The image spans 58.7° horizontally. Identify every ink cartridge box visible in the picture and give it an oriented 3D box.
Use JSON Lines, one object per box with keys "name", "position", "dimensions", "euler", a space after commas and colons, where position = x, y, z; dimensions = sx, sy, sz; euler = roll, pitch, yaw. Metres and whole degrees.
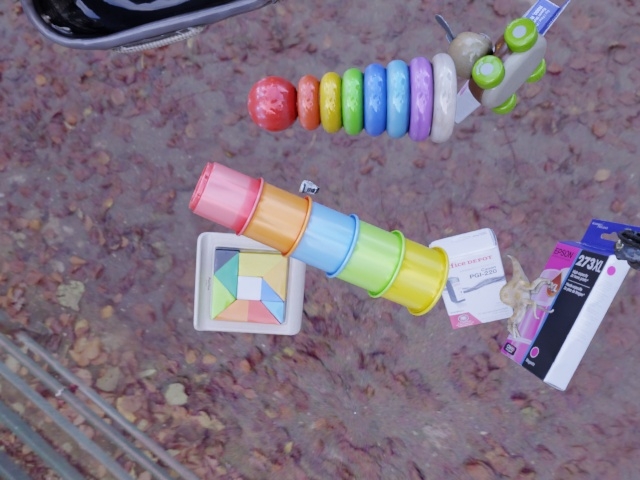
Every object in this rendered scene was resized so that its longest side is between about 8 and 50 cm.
{"name": "ink cartridge box", "position": [0.501, -0.501, 1.569], "dimensions": [0.071, 0.330, 0.324], "euler": [39, 86, 0]}
{"name": "ink cartridge box", "position": [0.534, 0.118, 1.214], "dimensions": [0.069, 0.176, 0.371], "euler": [28, 93, -14]}
{"name": "ink cartridge box", "position": [0.371, 0.096, 1.398], "dimensions": [0.158, 0.092, 0.218], "euler": [-15, 116, 14]}

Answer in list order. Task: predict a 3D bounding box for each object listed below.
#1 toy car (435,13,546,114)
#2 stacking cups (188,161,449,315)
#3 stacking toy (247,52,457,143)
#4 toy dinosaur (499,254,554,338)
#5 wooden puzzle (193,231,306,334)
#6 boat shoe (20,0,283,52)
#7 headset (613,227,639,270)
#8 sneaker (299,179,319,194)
{"name": "toy car", "position": [0.289, -0.342, 1.021], "dimensions": [0.149, 0.155, 0.188], "euler": [-49, 64, 12]}
{"name": "stacking cups", "position": [0.000, 0.000, 0.684], "dimensions": [0.316, 0.096, 0.096], "euler": [21, 74, -18]}
{"name": "stacking toy", "position": [0.045, -0.227, 0.918], "dimensions": [0.330, 0.141, 0.141], "euler": [0, 73, 4]}
{"name": "toy dinosaur", "position": [0.375, 0.087, 1.041], "dimensions": [0.092, 0.053, 0.183], "euler": [-6, 53, 27]}
{"name": "wooden puzzle", "position": [-0.151, 0.098, 1.238], "dimensions": [0.238, 0.044, 0.221], "euler": [3, 100, -9]}
{"name": "boat shoe", "position": [-0.011, -0.182, 0.288], "dimensions": [0.355, 0.132, 0.130], "euler": [-19, 39, 28]}
{"name": "headset", "position": [0.374, -0.148, 0.462], "dimensions": [0.243, 0.185, 0.394], "euler": [22, 94, -2]}
{"name": "sneaker", "position": [-0.026, -0.132, 1.436], "dimensions": [0.037, 0.083, 0.032], "euler": [28, 109, 13]}
